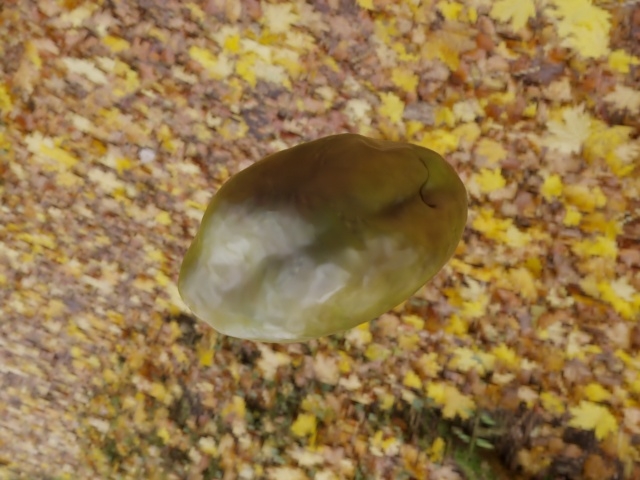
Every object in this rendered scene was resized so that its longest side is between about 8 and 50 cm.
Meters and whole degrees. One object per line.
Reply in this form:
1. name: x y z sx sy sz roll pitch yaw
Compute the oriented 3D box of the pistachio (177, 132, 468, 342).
1. pistachio: -0.001 0.003 0.544 0.189 0.110 0.100 -16 149 5
